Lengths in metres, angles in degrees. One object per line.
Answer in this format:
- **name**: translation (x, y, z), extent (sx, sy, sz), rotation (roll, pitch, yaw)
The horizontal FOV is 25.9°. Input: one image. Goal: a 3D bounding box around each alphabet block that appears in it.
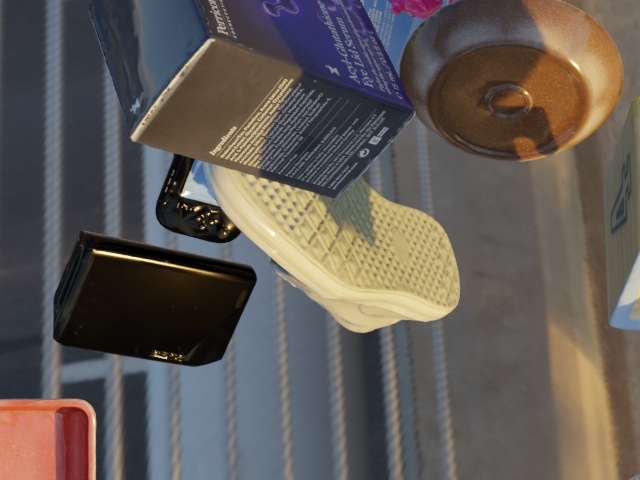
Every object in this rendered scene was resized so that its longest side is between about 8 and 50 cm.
- **alphabet block**: translation (0.423, -0.023, 1.541), extent (0.192, 0.193, 0.197), rotation (6, 59, 0)

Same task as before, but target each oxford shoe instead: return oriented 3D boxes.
- **oxford shoe**: translation (0.000, 0.000, 1.430), extent (0.130, 0.449, 0.169), rotation (-14, 68, 26)

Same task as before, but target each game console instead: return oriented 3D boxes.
- **game console**: translation (-0.148, -0.025, 1.529), extent (0.361, 0.213, 0.044), rotation (-66, 32, 20)

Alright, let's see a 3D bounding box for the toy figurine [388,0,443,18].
- **toy figurine**: translation (0.124, -0.293, 1.378), extent (0.159, 0.130, 0.173), rotation (-37, 21, 30)

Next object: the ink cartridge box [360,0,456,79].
- **ink cartridge box**: translation (0.031, -0.343, 1.769), extent (0.151, 0.395, 0.270), rotation (5, 83, 40)

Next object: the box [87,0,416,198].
- **box**: translation (-0.054, -0.139, 1.066), extent (0.108, 0.207, 0.153), rotation (-46, 49, 30)

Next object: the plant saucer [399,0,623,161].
- **plant saucer**: translation (0.167, -0.132, 1.231), extent (0.198, 0.199, 0.036), rotation (-11, 45, 22)

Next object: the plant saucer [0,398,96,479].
- **plant saucer**: translation (-0.280, 0.215, 0.932), extent (0.258, 0.048, 0.259), rotation (0, 109, -8)

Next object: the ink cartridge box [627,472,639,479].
- **ink cartridge box**: translation (0.329, 0.172, 1.102), extent (0.179, 0.145, 0.045), rotation (-24, 81, -10)
